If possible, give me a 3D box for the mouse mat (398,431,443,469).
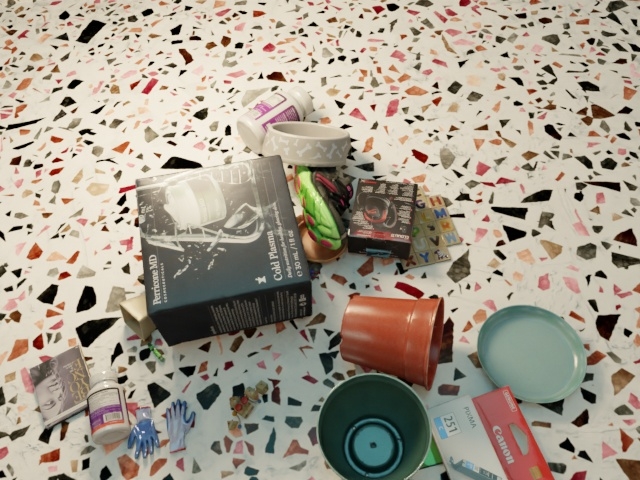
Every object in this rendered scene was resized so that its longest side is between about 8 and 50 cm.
[{"bbox_3d":[0.323,0.556,1.597,0.190,0.007,0.152,-13,55,-3],"label":"mouse mat"}]

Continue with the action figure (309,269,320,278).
[{"bbox_3d":[-0.060,0.107,1.930,0.115,0.030,0.038,7,61,12],"label":"action figure"}]

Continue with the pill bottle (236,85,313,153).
[{"bbox_3d":[-0.178,-0.497,2.277,0.302,0.169,0.169,-39,61,-21],"label":"pill bottle"}]

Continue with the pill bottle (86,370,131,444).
[{"bbox_3d":[-0.628,0.489,1.656,0.108,0.108,0.193,-19,55,-9],"label":"pill bottle"}]

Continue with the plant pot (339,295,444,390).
[{"bbox_3d":[0.210,0.279,1.660,0.265,0.272,0.272,8,56,19],"label":"plant pot"}]

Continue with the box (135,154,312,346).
[{"bbox_3d":[-0.303,0.028,1.790,0.472,0.297,0.479,-12,62,-6],"label":"box"}]

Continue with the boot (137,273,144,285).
[{"bbox_3d":[-0.515,0.076,1.958,0.190,0.076,0.208,13,63,-4],"label":"boot"}]

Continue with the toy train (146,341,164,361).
[{"bbox_3d":[-0.526,0.355,1.793,0.017,0.023,0.083,-40,61,-21],"label":"toy train"}]

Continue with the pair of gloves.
[{"bbox_3d":[-0.467,0.551,1.652,0.198,0.023,0.159,-10,55,-2],"label":"pair of gloves"}]

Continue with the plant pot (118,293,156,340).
[{"bbox_3d":[-0.577,0.239,1.835,0.109,0.109,0.096,34,51,24],"label":"plant pot"}]

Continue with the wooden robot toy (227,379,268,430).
[{"bbox_3d":[-0.237,0.475,1.662,0.079,0.076,0.173,22,59,31],"label":"wooden robot toy"}]

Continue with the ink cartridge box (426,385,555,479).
[{"bbox_3d":[0.456,0.562,1.522,0.261,0.066,0.296,-20,58,0],"label":"ink cartridge box"}]

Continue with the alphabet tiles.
[{"bbox_3d":[0.331,-0.052,2.020,0.285,0.011,0.342,-12,55,-4],"label":"alphabet tiles"}]

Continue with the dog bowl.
[{"bbox_3d":[-0.046,-0.368,2.109,0.349,0.102,0.348,6,22,-2],"label":"dog bowl"}]

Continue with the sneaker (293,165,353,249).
[{"bbox_3d":[0.028,-0.157,1.975,0.202,0.185,0.482,-6,40,-9],"label":"sneaker"}]

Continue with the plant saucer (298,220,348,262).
[{"bbox_3d":[0.000,0.000,1.994,0.200,0.037,0.199,-2,55,3],"label":"plant saucer"}]

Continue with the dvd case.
[{"bbox_3d":[-0.800,0.451,1.751,0.165,0.018,0.221,-27,57,-14],"label":"dvd case"}]

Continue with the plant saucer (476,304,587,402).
[{"bbox_3d":[0.633,0.343,1.700,0.318,0.043,0.317,-2,55,4],"label":"plant saucer"}]

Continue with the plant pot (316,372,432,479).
[{"bbox_3d":[0.142,0.532,1.511,0.293,0.196,0.293,-2,55,3],"label":"plant pot"}]

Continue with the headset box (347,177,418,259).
[{"bbox_3d":[0.217,-0.067,1.965,0.218,0.110,0.293,6,56,9],"label":"headset box"}]
